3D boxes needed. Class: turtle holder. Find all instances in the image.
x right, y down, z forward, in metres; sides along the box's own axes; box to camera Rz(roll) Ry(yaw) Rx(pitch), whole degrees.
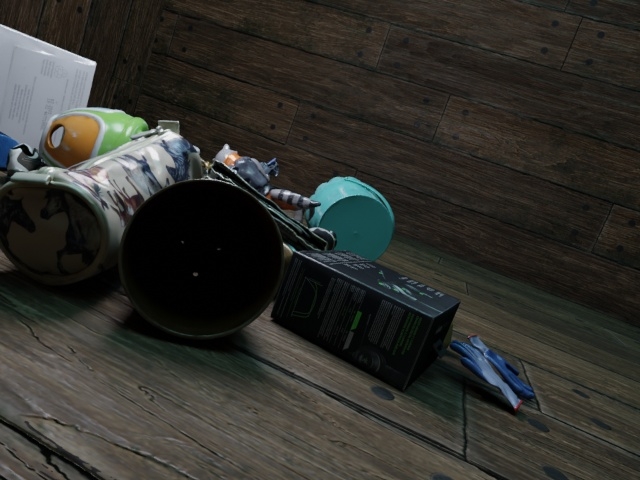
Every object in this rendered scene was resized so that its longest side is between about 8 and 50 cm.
[{"bbox_3d":[-0.537,-0.220,1.185,0.228,0.243,0.320,19,23,-12],"label":"turtle holder"}]

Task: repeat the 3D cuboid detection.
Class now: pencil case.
[{"bbox_3d":[-0.336,-0.080,0.788,0.160,0.183,0.410,-3,21,8],"label":"pencil case"}]

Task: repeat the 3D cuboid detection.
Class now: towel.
[{"bbox_3d":[-0.120,-0.028,1.099,0.312,0.056,0.324,38,-12,7],"label":"towel"}]

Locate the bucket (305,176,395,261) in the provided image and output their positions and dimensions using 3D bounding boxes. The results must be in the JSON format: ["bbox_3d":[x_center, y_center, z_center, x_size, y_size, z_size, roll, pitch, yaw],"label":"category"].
[{"bbox_3d":[0.094,-0.054,1.525,0.281,0.281,0.183,17,16,-16],"label":"bucket"}]

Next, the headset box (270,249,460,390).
[{"bbox_3d":[0.101,0.128,0.871,0.283,0.131,0.246,24,10,23],"label":"headset box"}]

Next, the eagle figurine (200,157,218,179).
[{"bbox_3d":[-0.343,-0.146,1.509,0.227,0.225,0.298,-16,46,9],"label":"eagle figurine"}]

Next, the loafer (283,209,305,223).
[{"bbox_3d":[-0.127,-0.079,1.588,0.130,0.133,0.366,19,9,-5],"label":"loafer"}]

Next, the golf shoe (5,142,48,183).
[{"bbox_3d":[-0.687,-0.186,1.140,0.077,0.093,0.198,-3,13,-13],"label":"golf shoe"}]

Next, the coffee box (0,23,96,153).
[{"bbox_3d":[-0.894,-0.421,1.346,0.338,0.337,0.334,10,13,-46],"label":"coffee box"}]

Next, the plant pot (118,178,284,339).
[{"bbox_3d":[-0.186,0.026,0.742,0.216,0.215,0.230,17,-5,-16],"label":"plant pot"}]

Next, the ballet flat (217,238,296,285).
[{"bbox_3d":[-0.177,0.023,1.029,0.124,0.116,0.342,-12,26,-34],"label":"ballet flat"}]

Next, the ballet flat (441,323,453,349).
[{"bbox_3d":[0.173,0.158,1.026,0.233,0.073,0.080,22,9,14],"label":"ballet flat"}]

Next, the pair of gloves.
[{"bbox_3d":[0.320,0.240,0.882,0.159,0.023,0.198,48,20,27],"label":"pair of gloves"}]

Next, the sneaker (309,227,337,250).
[{"bbox_3d":[0.000,0.000,1.229,0.084,0.097,0.234,43,-21,1],"label":"sneaker"}]

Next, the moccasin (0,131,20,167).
[{"bbox_3d":[-0.881,-0.243,1.080,0.117,0.137,0.342,20,-6,31],"label":"moccasin"}]

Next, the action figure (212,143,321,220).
[{"bbox_3d":[-0.156,-0.164,1.371,0.330,0.178,0.341,36,46,-3],"label":"action figure"}]

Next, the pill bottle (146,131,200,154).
[{"bbox_3d":[-0.360,-0.120,1.066,0.124,0.221,0.124,20,10,-4],"label":"pill bottle"}]
